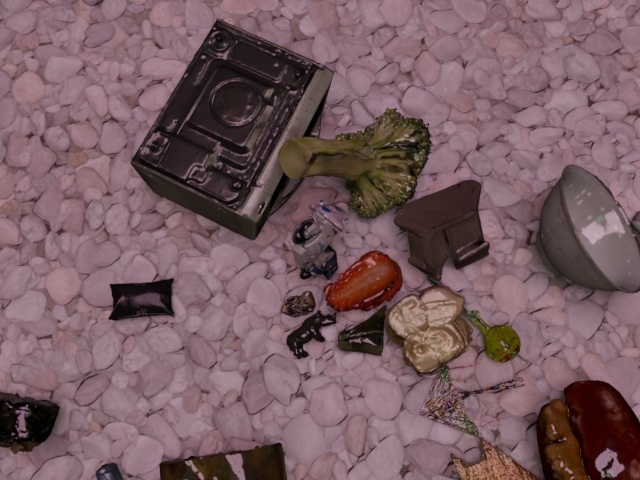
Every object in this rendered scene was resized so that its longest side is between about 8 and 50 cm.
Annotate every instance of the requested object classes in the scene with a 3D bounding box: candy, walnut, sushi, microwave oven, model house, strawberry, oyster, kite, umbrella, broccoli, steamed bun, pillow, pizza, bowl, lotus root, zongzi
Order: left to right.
[{"bbox_3d":[-0.666,0.390,1.486,0.212,0.147,0.115,3,82,19],"label":"sushi"},{"bbox_3d":[-0.414,0.596,1.468,0.052,0.053,0.251,-25,77,-7],"label":"umbrella"},{"bbox_3d":[-0.411,0.137,1.584,0.150,0.048,0.091,-5,85,-5],"label":"pillow"},{"bbox_3d":[-0.200,0.575,1.429,0.266,0.149,0.261,-9,76,1],"label":"lotus root"},{"bbox_3d":[-0.186,-0.249,1.576,0.332,0.247,0.395,25,78,5],"label":"microwave oven"},{"bbox_3d":[-0.052,0.150,1.593,0.083,0.019,0.054,-18,77,-4],"label":"oyster"},{"bbox_3d":[0.060,-0.166,1.528,0.361,0.252,0.222,-12,78,-27],"label":"broccoli"},{"bbox_3d":[0.092,0.198,1.568,0.109,0.055,0.119,6,65,3],"label":"zongzi"},{"bbox_3d":[0.100,0.104,1.582,0.188,0.082,0.121,-27,58,3],"label":"strawberry"},{"bbox_3d":[0.247,0.192,1.542,0.192,0.106,0.178,-37,83,1],"label":"steamed bun"},{"bbox_3d":[0.296,-0.012,1.576,0.229,0.122,0.188,-24,113,-11],"label":"model house"},{"bbox_3d":[0.333,0.342,1.536,0.244,0.006,0.198,-21,68,4],"label":"kite"},{"bbox_3d":[0.345,0.172,1.573,0.262,0.073,0.077,43,62,17],"label":"candy"},{"bbox_3d":[0.386,0.545,1.488,0.262,0.034,0.181,42,80,9],"label":"pizza"},{"bbox_3d":[0.577,0.000,1.545,0.313,0.146,0.314,25,48,-31],"label":"bowl"},{"bbox_3d":[0.544,0.435,1.422,0.243,0.222,0.269,4,55,-29],"label":"walnut"}]

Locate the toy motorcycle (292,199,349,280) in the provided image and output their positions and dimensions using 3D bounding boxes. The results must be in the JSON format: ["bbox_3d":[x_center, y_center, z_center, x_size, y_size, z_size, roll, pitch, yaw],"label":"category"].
[{"bbox_3d":[0.000,0.000,1.536,0.102,0.221,0.150,37,66,25],"label":"toy motorcycle"}]

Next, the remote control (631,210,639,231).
[{"bbox_3d":[0.828,0.037,1.606,0.261,0.029,0.067,49,46,10],"label":"remote control"}]

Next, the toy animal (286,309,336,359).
[{"bbox_3d":[-0.017,0.206,1.566,0.135,0.047,0.065,-41,71,-3],"label":"toy animal"}]
